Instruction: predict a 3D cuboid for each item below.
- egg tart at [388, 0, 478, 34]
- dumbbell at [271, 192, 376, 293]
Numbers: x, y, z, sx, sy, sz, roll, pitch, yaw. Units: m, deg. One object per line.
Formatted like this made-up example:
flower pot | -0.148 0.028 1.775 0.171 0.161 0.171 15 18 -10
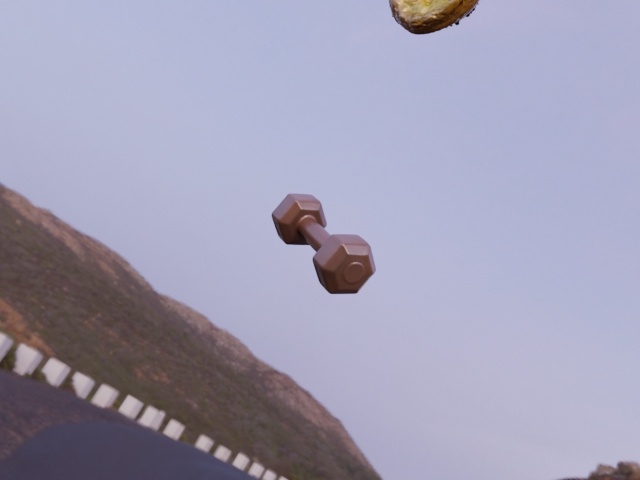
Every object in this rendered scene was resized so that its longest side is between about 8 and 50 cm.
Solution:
egg tart | 0.191 -0.398 0.912 0.074 0.191 0.191 20 -9 -43
dumbbell | 0.000 0.000 0.913 0.231 0.082 0.092 45 -23 54
